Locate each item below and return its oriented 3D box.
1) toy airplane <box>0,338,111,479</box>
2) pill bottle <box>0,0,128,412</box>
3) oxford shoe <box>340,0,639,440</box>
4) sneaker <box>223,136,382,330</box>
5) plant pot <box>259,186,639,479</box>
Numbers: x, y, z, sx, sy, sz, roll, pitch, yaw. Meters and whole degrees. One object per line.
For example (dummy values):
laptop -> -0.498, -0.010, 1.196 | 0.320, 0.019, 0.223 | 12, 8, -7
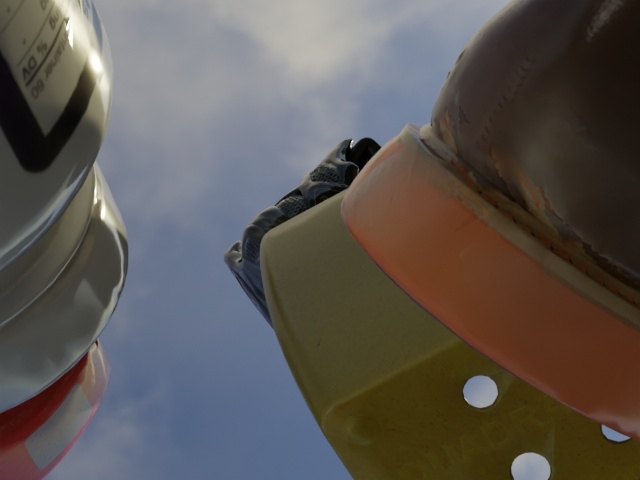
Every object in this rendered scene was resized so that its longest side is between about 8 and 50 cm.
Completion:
toy airplane -> -0.360, 0.174, 1.154 | 0.386, 0.384, 0.272 | 10, -137, -42
pill bottle -> -0.104, -0.049, 0.355 | 0.193, 0.108, 0.108 | 70, -148, -47
oxford shoe -> 0.158, 0.000, 0.593 | 0.130, 0.133, 0.364 | 42, -166, 31
sneaker -> 0.000, 0.000, 1.348 | 0.130, 0.227, 0.087 | -36, -97, -15
plant pot -> 0.101, 0.070, 0.893 | 0.212, 0.212, 0.187 | 57, -165, -16
